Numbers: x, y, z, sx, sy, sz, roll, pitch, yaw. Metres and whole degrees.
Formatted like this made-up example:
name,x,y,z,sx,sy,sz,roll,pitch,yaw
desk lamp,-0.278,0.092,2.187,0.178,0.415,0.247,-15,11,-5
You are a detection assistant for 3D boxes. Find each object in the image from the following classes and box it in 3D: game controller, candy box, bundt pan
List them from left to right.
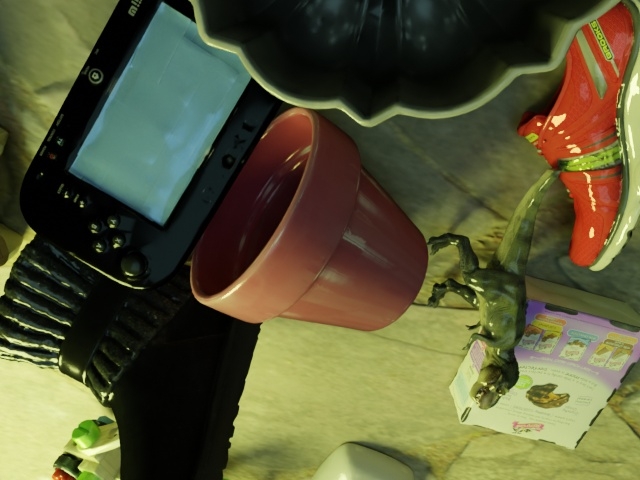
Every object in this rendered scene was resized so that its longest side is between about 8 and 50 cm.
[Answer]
name,x,y,z,sx,sy,sz,roll,pitch,yaw
game controller,-0.144,-0.113,0.449,0.166,0.067,0.319,31,97,-15
bundt pan,0.051,-0.254,0.317,0.330,0.124,0.331,4,117,7
candy box,0.280,0.155,0.606,0.164,0.070,0.196,15,114,-7

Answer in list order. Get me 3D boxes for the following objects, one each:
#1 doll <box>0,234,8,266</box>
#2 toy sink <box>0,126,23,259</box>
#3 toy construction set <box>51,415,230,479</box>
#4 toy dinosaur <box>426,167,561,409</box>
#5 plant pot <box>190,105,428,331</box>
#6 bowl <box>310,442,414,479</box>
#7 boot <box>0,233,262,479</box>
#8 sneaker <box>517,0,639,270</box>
name,x,y,z,sx,sy,sz,roll,pitch,yaw
doll,-0.361,0.009,0.388,0.189,0.046,0.129,-5,114,2
toy sink,-0.412,-0.069,0.460,0.234,0.153,0.131,34,111,-14
toy construction set,-0.220,0.322,0.648,0.215,0.151,0.328,-3,110,29
toy dinosaur,0.179,0.046,0.535,0.118,0.064,0.268,16,109,35
plant pot,0.000,0.000,0.479,0.180,0.201,0.201,29,114,-30
bowl,0.062,0.387,0.731,0.142,0.053,0.142,27,112,-13
boot,-0.221,0.156,0.496,0.260,0.348,0.131,21,148,-14
sneaker,0.261,-0.100,0.483,0.118,0.107,0.279,3,120,25
